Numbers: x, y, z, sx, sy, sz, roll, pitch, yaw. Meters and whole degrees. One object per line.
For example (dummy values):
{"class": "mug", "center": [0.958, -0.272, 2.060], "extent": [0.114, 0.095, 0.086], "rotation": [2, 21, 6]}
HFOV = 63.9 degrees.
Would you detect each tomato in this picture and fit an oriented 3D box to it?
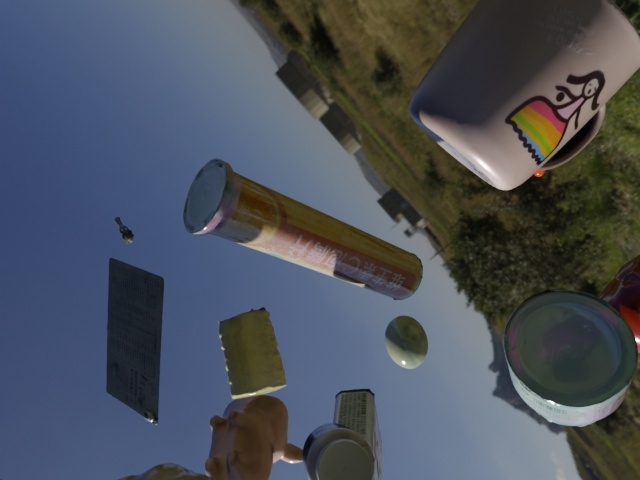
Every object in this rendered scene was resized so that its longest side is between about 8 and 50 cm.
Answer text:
{"class": "tomato", "center": [0.877, 0.165, 1.341], "extent": [0.226, 0.299, 0.298], "rotation": [34, -174, 17]}

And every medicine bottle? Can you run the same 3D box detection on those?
{"class": "medicine bottle", "center": [0.027, 0.353, 0.819], "extent": [0.107, 0.107, 0.191], "rotation": [51, 166, 10]}
{"class": "medicine bottle", "center": [0.534, 0.272, 1.115], "extent": [0.245, 0.244, 0.290], "rotation": [58, -177, 37]}
{"class": "medicine bottle", "center": [0.000, 0.000, 0.815], "extent": [0.425, 0.108, 0.108], "rotation": [21, -154, -38]}

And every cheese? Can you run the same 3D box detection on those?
{"class": "cheese", "center": [-0.142, 0.236, 1.066], "extent": [0.094, 0.123, 0.167], "rotation": [32, -140, -69]}

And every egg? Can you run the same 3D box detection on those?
{"class": "egg", "center": [0.232, 0.275, 1.381], "extent": [0.114, 0.114, 0.152], "rotation": [-90, -20, -74]}

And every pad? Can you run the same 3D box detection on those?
{"class": "pad", "center": [-0.330, 0.173, 0.894], "extent": [0.159, 0.265, 0.009], "rotation": [13, -167, 35]}

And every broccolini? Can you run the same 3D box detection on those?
{"class": "broccolini", "center": [-0.536, -0.029, 1.396], "extent": [0.140, 0.030, 0.035], "rotation": [34, 147, 51]}

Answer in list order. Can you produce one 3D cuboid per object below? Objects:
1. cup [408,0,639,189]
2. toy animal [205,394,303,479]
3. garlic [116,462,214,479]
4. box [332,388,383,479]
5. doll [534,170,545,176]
{"class": "cup", "center": [0.249, -0.170, 0.631], "extent": [0.252, 0.200, 0.191], "rotation": [29, -164, -36]}
{"class": "toy animal", "center": [-0.193, 0.558, 1.391], "extent": [0.326, 0.236, 0.269], "rotation": [-83, -25, -49]}
{"class": "garlic", "center": [-0.209, 0.403, 0.657], "extent": [0.228, 0.227, 0.152], "rotation": [-118, 10, -50]}
{"class": "box", "center": [0.077, 0.510, 1.128], "extent": [0.370, 0.112, 0.191], "rotation": [-76, -22, -70]}
{"class": "doll", "center": [0.362, -0.210, 1.078], "extent": [0.244, 0.076, 0.142], "rotation": [27, -140, 19]}
